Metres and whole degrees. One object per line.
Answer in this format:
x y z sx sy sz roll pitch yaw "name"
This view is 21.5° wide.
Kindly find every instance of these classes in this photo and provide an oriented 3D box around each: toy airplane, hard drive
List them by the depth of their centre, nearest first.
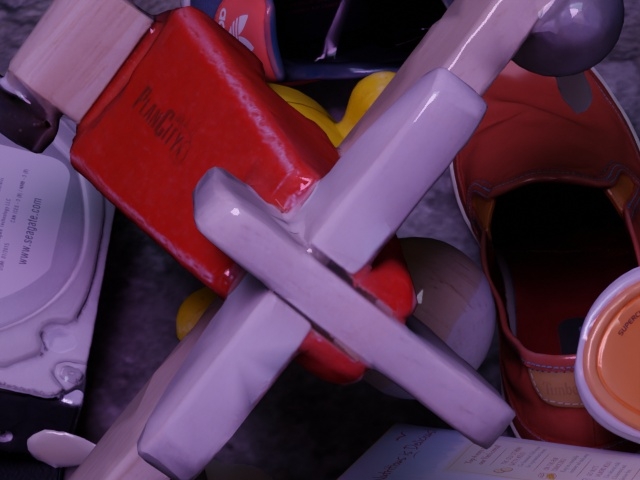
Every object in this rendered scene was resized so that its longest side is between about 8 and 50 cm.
0.000 0.000 0.814 0.386 0.272 0.384 -20 45 39 "toy airplane"
-0.293 -0.012 0.991 0.338 0.064 0.237 14 43 -9 "hard drive"

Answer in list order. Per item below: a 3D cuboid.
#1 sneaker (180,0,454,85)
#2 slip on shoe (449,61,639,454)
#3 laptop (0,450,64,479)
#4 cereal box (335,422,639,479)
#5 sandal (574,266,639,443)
0.091 -0.176 1.086 0.350 0.131 0.148 -22 28 -11 "sneaker"
0.138 -0.016 0.984 0.123 0.101 0.331 -8 46 7 "slip on shoe"
-0.285 0.136 0.908 0.264 0.137 0.234 -6 48 6 "laptop"
0.114 0.147 0.797 0.240 0.047 0.173 4 16 25 "cereal box"
0.261 0.068 0.836 0.265 0.076 0.102 12 80 -5 "sandal"
